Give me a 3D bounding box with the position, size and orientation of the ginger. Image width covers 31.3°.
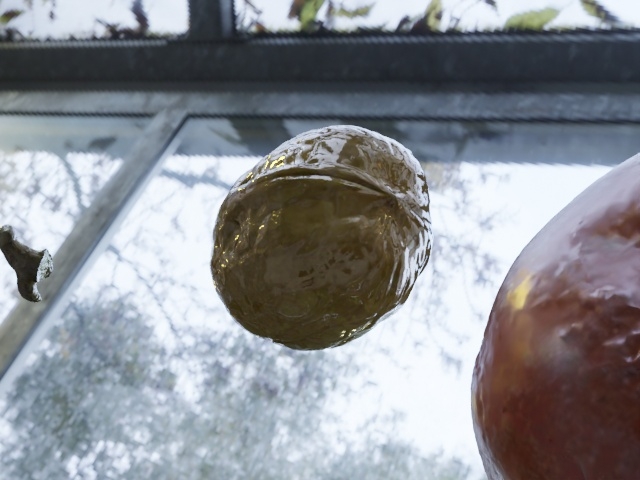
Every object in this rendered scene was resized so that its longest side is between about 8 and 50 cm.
[{"bbox_3d":[-0.317,0.024,1.246,0.048,0.030,0.097,-22,-66,-11],"label":"ginger"}]

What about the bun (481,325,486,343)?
[{"bbox_3d":[0.331,0.143,1.404,0.259,0.259,0.152,44,-25,-18],"label":"bun"}]

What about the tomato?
[{"bbox_3d":[0.179,0.072,0.466,0.232,0.188,0.232,-5,-61,-9],"label":"tomato"}]

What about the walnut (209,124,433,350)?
[{"bbox_3d":[0.000,0.000,0.997,0.193,0.193,0.225,38,-26,-12],"label":"walnut"}]
